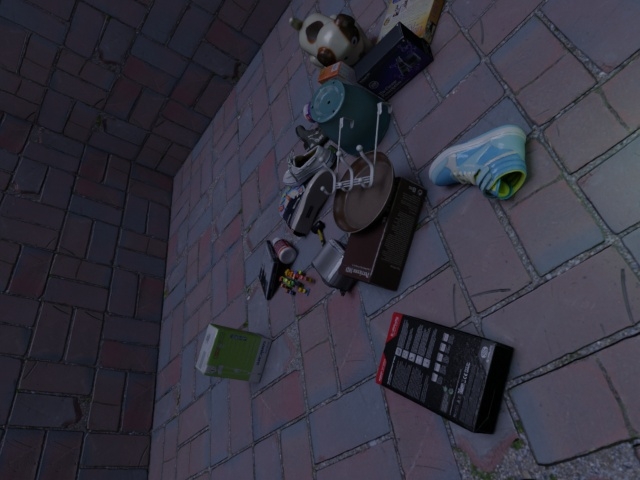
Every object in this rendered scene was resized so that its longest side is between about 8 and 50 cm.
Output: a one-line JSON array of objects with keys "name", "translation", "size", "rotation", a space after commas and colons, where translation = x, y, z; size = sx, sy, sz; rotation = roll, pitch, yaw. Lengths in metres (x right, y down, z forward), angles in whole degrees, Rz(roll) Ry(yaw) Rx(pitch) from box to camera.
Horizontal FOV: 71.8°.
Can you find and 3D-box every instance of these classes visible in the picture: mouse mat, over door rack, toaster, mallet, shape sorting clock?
[{"name": "mouse mat", "translation": [0.030, -0.359, 2.131], "size": [0.189, 0.007, 0.152], "rotation": [-60, 35, 15]}, {"name": "over door rack", "translation": [0.111, -0.334, 1.591], "size": [0.240, 0.108, 0.324], "rotation": [-2, 71, 55]}, {"name": "toaster", "translation": [0.069, 0.096, 1.726], "size": [0.146, 0.129, 0.227], "rotation": [-57, 34, 13]}, {"name": "mallet", "translation": [0.000, 0.000, 1.960], "size": [0.062, 0.039, 0.189], "rotation": [-40, 48, 35]}, {"name": "shape sorting clock", "translation": [-0.150, -0.208, 2.271], "size": [0.206, 0.040, 0.206], "rotation": [-30, 50, 44]}]

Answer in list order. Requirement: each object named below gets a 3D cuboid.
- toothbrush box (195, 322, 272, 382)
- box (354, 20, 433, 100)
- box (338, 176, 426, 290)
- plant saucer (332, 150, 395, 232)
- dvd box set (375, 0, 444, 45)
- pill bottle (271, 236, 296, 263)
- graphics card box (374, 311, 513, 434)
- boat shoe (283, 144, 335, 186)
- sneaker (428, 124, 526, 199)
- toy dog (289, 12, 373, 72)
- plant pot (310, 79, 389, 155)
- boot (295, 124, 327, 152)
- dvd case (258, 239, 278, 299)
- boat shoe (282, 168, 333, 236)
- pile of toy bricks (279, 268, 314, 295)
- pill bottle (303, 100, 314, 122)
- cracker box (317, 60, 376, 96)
[{"name": "toothbrush box", "translation": [-0.392, 0.513, 2.010], "size": [0.122, 0.283, 0.206], "rotation": [7, 79, 57]}, {"name": "box", "translation": [0.292, -0.716, 1.792], "size": [0.261, 0.184, 0.103], "rotation": [-35, 46, 41]}, {"name": "box", "translation": [0.216, -0.030, 1.578], "size": [0.191, 0.143, 0.381], "rotation": [10, 83, 57]}, {"name": "plant saucer", "translation": [0.158, -0.167, 1.568], "size": [0.311, 0.050, 0.310], "rotation": [-32, 48, 44]}, {"name": "dvd box set", "translation": [0.404, -1.010, 1.901], "size": [0.308, 0.062, 0.420], "rotation": [11, 82, 56]}, {"name": "pill bottle", "translation": [-0.181, 0.043, 2.141], "size": [0.086, 0.086, 0.152], "rotation": [-61, 35, 12]}, {"name": "graphics card box", "translation": [0.332, 0.356, 1.249], "size": [0.371, 0.094, 0.232], "rotation": [6, 78, 57]}, {"name": "boat shoe", "translation": [-0.102, -0.375, 2.163], "size": [0.367, 0.157, 0.135], "rotation": [-14, 54, 50]}, {"name": "sneaker", "translation": [0.464, -0.192, 1.327], "size": [0.319, 0.127, 0.208], "rotation": [-27, 50, 46]}, {"name": "toy dog", "translation": [0.066, -0.938, 2.061], "size": [0.284, 0.395, 0.408], "rotation": [-49, 29, 13]}, {"name": "plant pot", "translation": [0.106, -0.527, 1.841], "size": [0.272, 0.255, 0.271], "rotation": [-13, 69, 38]}, {"name": "boot", "translation": [-0.029, -0.556, 2.269], "size": [0.161, 0.083, 0.246], "rotation": [-45, 46, 21]}, {"name": "dvd case", "translation": [-0.258, 0.145, 2.173], "size": [0.179, 0.030, 0.238], "rotation": [-117, 35, -48]}, {"name": "boat shoe", "translation": [-0.071, -0.199, 2.073], "size": [0.158, 0.127, 0.340], "rotation": [43, 110, 46]}, {"name": "pile of toy bricks", "translation": [-0.132, 0.183, 1.980], "size": [0.212, 0.105, 0.118], "rotation": [15, 86, 56]}, {"name": "pill bottle", "translation": [0.008, -0.667, 2.233], "size": [0.194, 0.108, 0.108], "rotation": [-2, 72, 55]}, {"name": "cracker box", "translation": [0.126, -0.695, 1.970], "size": [0.156, 0.232, 0.067], "rotation": [9, 79, 56]}]
